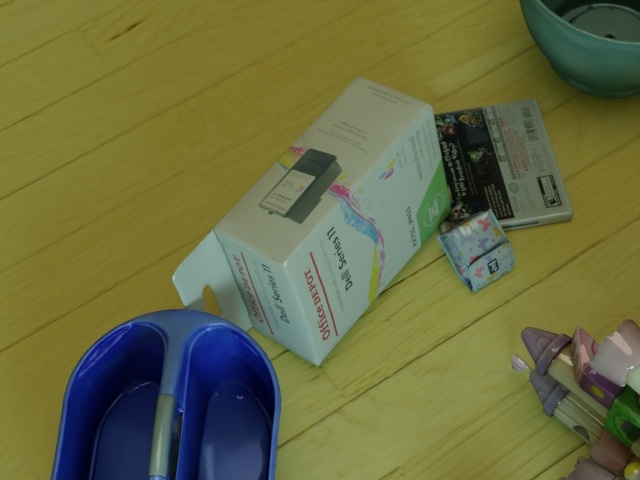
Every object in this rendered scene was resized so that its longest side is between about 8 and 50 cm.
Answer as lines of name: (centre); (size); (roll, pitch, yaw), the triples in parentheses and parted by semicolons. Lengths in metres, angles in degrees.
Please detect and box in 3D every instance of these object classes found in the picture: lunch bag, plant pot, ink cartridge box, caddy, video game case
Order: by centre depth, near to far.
caddy: (-0.166, 0.244, 1.510); (0.241, 0.179, 0.341); (2, 60, 2)
ink cartridge box: (0.000, 0.000, 1.636); (0.119, 0.207, 0.353); (27, 63, 31)
lunch bag: (0.199, 0.012, 1.717); (0.071, 0.053, 0.083); (-29, 94, -14)
video game case: (0.223, -0.095, 1.806); (0.173, 0.022, 0.190); (-9, 59, -4)
plant pot: (0.399, -0.314, 1.834); (0.293, 0.196, 0.293); (-1, 59, 1)

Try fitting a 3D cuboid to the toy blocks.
toy blocks: (0.307, 0.179, 1.483); (0.260, 0.288, 0.309); (41, 70, 19)
